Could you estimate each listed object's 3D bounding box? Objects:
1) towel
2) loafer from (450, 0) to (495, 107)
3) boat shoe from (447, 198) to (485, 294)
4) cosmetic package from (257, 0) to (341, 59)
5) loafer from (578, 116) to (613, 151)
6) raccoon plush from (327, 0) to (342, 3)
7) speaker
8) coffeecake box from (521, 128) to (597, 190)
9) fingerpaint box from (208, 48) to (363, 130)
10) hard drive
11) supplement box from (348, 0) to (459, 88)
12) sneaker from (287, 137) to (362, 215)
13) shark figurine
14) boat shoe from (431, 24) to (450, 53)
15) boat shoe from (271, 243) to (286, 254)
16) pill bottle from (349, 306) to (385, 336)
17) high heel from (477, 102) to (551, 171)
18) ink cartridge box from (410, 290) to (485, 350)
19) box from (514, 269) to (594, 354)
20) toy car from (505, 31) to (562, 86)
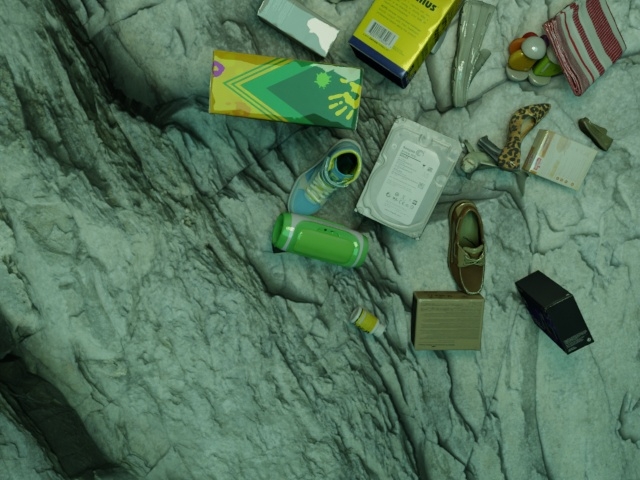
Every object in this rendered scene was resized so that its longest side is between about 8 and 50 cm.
[{"bbox_3d":[0.801,-0.605,1.727,0.329,0.037,0.237,-40,106,-29],"label":"towel"},{"bbox_3d":[0.466,-0.566,1.772,0.111,0.112,0.320,7,103,4],"label":"loafer"},{"bbox_3d":[0.489,0.029,1.920,0.122,0.120,0.324,-11,104,0],"label":"boat shoe"},{"bbox_3d":[-0.063,-0.642,1.720,0.237,0.127,0.107,27,101,-11],"label":"cosmetic package"},{"bbox_3d":[0.895,-0.353,1.879,0.148,0.056,0.050,40,99,-21],"label":"loafer"},{"bbox_3d":[0.079,-0.917,1.669,0.216,0.299,0.447,2,72,12],"label":"raccoon plush"},{"bbox_3d":[0.000,0.000,1.862,0.296,0.131,0.131,16,103,-20],"label":"speaker"},{"bbox_3d":[0.777,-0.263,1.886,0.185,0.068,0.142,20,103,-8],"label":"coffeecake box"},{"bbox_3d":[-0.094,-0.416,1.611,0.370,0.445,0.163,6,105,-5],"label":"fingerpaint box"},{"bbox_3d":[0.282,-0.199,1.853,0.236,0.064,0.339,26,101,7],"label":"hard drive"},{"bbox_3d":[0.266,-0.654,1.675,0.195,0.194,0.357,35,101,5],"label":"supplement box"},{"bbox_3d":[0.009,-0.179,1.799,0.127,0.208,0.319,37,101,-11],"label":"sneaker"},{"bbox_3d":[0.541,-0.230,1.886,0.278,0.166,0.116,8,130,-22],"label":"shark figurine"},{"bbox_3d":[0.367,-0.649,1.784,0.040,0.049,0.142,29,104,22],"label":"boat shoe"},{"bbox_3d":[-0.096,0.016,1.925,0.132,0.049,0.042,-9,113,4],"label":"boat shoe"},{"bbox_3d":[0.163,0.284,1.998,0.116,0.065,0.065,34,100,-10],"label":"pill bottle"},{"bbox_3d":[0.647,-0.317,1.800,0.261,0.186,0.093,-33,136,3],"label":"high heel"},{"bbox_3d":[0.436,0.276,1.997,0.234,0.088,0.193,1,106,-4],"label":"ink cartridge box"},{"bbox_3d":[0.766,0.230,1.912,0.103,0.261,0.184,-26,103,4],"label":"box"},{"bbox_3d":[0.664,-0.572,1.778,0.181,0.159,0.136,9,66,-8],"label":"toy car"}]
